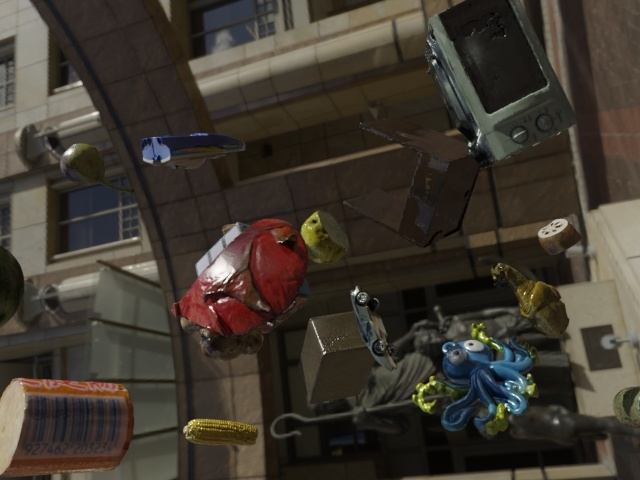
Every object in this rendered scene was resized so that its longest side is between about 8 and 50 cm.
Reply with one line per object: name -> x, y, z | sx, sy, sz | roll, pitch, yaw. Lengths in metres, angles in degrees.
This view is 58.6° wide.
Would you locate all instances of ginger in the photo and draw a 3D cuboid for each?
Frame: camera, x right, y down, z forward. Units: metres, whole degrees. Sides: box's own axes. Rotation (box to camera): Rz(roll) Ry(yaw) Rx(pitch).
ginger -> -0.317, 0.283, 1.892 | 0.155, 0.244, 0.304 | 43, 156, 55

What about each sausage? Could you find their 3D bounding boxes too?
sausage -> -0.658, 0.475, 1.456 | 0.287, 0.233, 0.233 | 16, -119, -43

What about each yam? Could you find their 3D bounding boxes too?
yam -> 0.773, 0.397, 1.352 | 0.194, 0.107, 0.107 | 51, -149, -70

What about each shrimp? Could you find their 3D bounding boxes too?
shrimp -> -0.385, -0.020, 2.571 | 0.132, 0.187, 0.052 | 42, -129, 0

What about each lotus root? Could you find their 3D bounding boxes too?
lotus root -> 0.795, -0.012, 1.900 | 0.081, 0.122, 0.112 | 54, -174, -15

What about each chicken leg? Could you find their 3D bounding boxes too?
chicken leg -> 0.493, 0.128, 1.338 | 0.228, 0.103, 0.088 | 46, 155, 8

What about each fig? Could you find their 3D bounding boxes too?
fig -> -0.749, -0.221, 1.924 | 0.245, 0.149, 0.149 | 36, -152, -10

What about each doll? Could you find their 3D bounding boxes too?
doll -> 0.425, 0.359, 1.523 | 0.341, 0.346, 0.099 | 31, 151, 62

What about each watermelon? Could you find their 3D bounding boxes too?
watermelon -> -0.785, 0.104, 1.256 | 0.242, 0.242, 0.243 | -11, -90, -74

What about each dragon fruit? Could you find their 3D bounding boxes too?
dragon fruit -> -0.154, 0.068, 1.253 | 0.343, 0.282, 0.100 | -47, -42, -24

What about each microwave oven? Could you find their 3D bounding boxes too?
microwave oven -> 0.336, -0.308, 1.131 | 0.295, 0.181, 0.237 | 64, -172, 1

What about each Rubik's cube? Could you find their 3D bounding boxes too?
Rubik's cube -> -0.263, 0.153, 2.209 | 0.305, 0.303, 0.301 | 16, -136, -46

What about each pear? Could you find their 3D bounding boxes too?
pear -> 0.000, 0.000, 1.469 | 0.141, 0.104, 0.141 | 47, -159, -24

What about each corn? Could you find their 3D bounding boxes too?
corn -> -0.266, 0.519, 1.539 | 0.067, 0.206, 0.068 | -167, 90, -68

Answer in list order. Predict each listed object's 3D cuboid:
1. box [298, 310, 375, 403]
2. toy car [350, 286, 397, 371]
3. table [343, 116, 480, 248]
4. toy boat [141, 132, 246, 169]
box -> 0.050, 0.360, 1.757 | 0.273, 0.184, 0.143 | 103, 155, -43
toy car -> 0.119, 0.199, 1.287 | 0.095, 0.056, 0.205 | 33, -145, -63
table -> 0.244, -0.167, 1.536 | 0.196, 0.282, 0.251 | -23, -47, -44
toy boat -> -0.306, -0.235, 1.485 | 0.295, 0.129, 0.088 | -15, -75, -47
